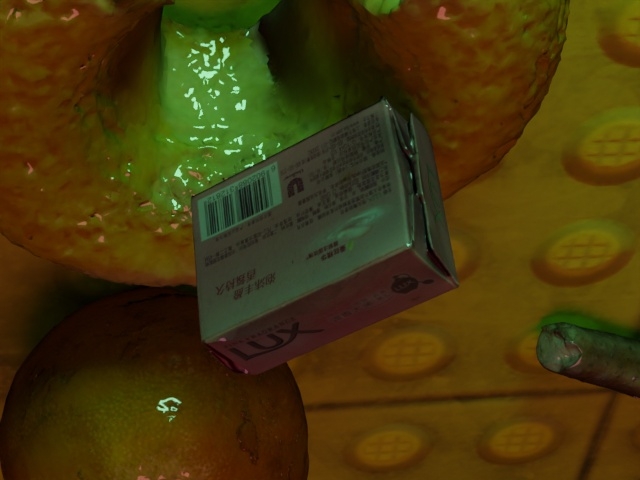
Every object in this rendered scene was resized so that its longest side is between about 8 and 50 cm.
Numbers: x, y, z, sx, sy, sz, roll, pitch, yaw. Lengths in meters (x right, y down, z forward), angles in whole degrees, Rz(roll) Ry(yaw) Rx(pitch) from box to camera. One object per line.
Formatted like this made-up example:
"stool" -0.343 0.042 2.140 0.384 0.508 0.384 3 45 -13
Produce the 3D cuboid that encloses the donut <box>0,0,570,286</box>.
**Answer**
"donut" -0.053 -0.110 1.025 0.435 0.163 0.377 -3 142 -9

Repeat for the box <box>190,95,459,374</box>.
"box" 0.000 0.000 0.962 0.156 0.111 0.060 -25 141 25

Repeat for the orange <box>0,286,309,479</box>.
"orange" -0.129 0.153 1.293 0.240 0.240 0.240 -6 141 -5

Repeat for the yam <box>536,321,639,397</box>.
"yam" 0.290 0.118 1.463 0.241 0.056 0.057 18 134 -30
